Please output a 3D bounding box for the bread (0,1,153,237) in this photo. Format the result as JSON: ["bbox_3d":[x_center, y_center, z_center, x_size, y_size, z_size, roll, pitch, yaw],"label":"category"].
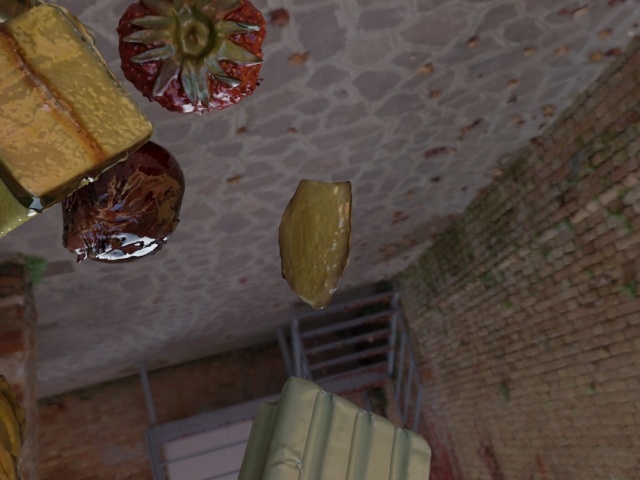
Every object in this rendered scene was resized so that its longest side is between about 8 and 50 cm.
[{"bbox_3d":[-0.330,-0.107,0.743,0.264,0.167,0.163,-16,-158,47],"label":"bread"}]

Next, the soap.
[{"bbox_3d":[0.000,0.286,0.633,0.173,0.289,0.095,28,133,-15],"label":"soap"}]

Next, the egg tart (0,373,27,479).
[{"bbox_3d":[-0.399,0.201,0.715,0.294,0.294,0.123,-22,-168,25],"label":"egg tart"}]

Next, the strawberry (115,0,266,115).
[{"bbox_3d":[-0.240,-0.361,1.380,0.292,0.292,0.343,-15,-178,-4],"label":"strawberry"}]

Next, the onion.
[{"bbox_3d":[-0.371,-0.064,1.313,0.221,0.280,0.281,28,154,-9],"label":"onion"}]

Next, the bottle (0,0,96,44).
[{"bbox_3d":[-0.379,-0.262,0.759,0.082,0.082,0.286,-23,152,29],"label":"bottle"}]

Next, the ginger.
[{"bbox_3d":[-0.001,0.004,1.077,0.115,0.193,0.122,8,-178,11],"label":"ginger"}]
